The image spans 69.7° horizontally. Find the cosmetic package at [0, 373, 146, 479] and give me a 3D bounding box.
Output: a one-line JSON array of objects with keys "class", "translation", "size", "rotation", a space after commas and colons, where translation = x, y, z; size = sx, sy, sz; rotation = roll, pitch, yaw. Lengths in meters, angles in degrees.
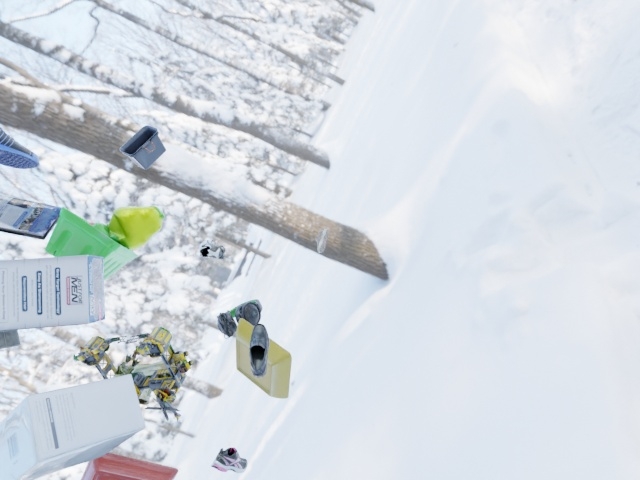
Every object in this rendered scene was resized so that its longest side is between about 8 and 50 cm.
[{"class": "cosmetic package", "translation": [-0.556, 0.418, 1.019], "size": [0.224, 0.224, 0.138], "rotation": [-38, 65, 30]}]

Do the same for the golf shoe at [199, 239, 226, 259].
[{"class": "golf shoe", "translation": [-0.502, 0.035, 2.032], "size": [0.198, 0.094, 0.077], "rotation": [9, 94, 48]}]

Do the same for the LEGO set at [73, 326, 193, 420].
[{"class": "LEGO set", "translation": [-0.553, 0.398, 1.301], "size": [0.192, 0.331, 0.255], "rotation": [-73, -23, -61]}]

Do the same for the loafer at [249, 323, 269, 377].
[{"class": "loafer", "translation": [-0.238, 0.417, 1.786], "size": [0.078, 0.076, 0.223], "rotation": [88, 178, -50]}]

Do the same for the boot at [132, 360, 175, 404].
[{"class": "boot", "translation": [-0.692, 0.590, 1.900], "size": [0.165, 0.213, 0.077], "rotation": [-98, 3, -46]}]

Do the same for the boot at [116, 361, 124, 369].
[{"class": "boot", "translation": [-0.689, 0.495, 1.658], "size": [0.037, 0.114, 0.106], "rotation": [-34, 6, -13]}]

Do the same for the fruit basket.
[{"class": "fruit basket", "translation": [-0.814, -0.033, 1.787], "size": [0.392, 0.283, 0.392], "rotation": [-54, 4, 6]}]

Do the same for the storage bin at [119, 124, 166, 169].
[{"class": "storage bin", "translation": [-0.600, -0.315, 1.588], "size": [0.135, 0.098, 0.091], "rotation": [-53, -33, -21]}]

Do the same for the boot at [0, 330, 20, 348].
[{"class": "boot", "translation": [-1.074, 0.264, 1.598], "size": [0.076, 0.189, 0.208], "rotation": [131, 122, -69]}]

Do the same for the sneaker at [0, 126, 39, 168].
[{"class": "sneaker", "translation": [-0.805, -0.252, 1.141], "size": [0.232, 0.081, 0.090], "rotation": [35, -137, -71]}]

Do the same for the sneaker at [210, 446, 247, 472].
[{"class": "sneaker", "translation": [-0.321, 0.805, 1.694], "size": [0.178, 0.072, 0.077], "rotation": [46, -118, -57]}]

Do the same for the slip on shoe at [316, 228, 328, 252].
[{"class": "slip on shoe", "translation": [0.000, 0.000, 1.971], "size": [0.051, 0.041, 0.135], "rotation": [77, -158, -45]}]

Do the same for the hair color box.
[{"class": "hair color box", "translation": [-0.738, 0.134, 1.156], "size": [0.105, 0.347, 0.174], "rotation": [121, 146, -85]}]

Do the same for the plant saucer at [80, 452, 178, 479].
[{"class": "plant saucer", "translation": [-0.602, 0.770, 1.397], "size": [0.259, 0.258, 0.048], "rotation": [-60, 18, 20]}]

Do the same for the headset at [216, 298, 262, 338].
[{"class": "headset", "translation": [-0.448, 0.394, 2.420], "size": [0.243, 0.185, 0.394], "rotation": [-24, 12, 7]}]

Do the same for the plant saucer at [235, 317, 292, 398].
[{"class": "plant saucer", "translation": [-0.291, 0.576, 2.165], "size": [0.081, 0.332, 0.333], "rotation": [-33, -38, -41]}]

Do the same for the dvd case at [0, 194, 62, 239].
[{"class": "dvd case", "translation": [-1.142, -0.090, 1.748], "size": [0.180, 0.253, 0.022], "rotation": [-88, 13, -49]}]
